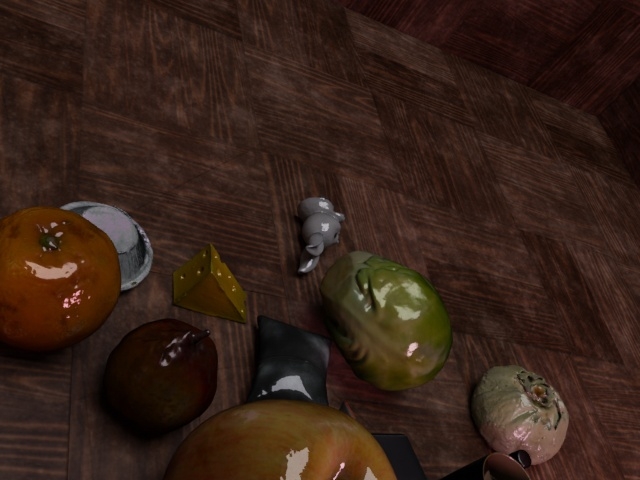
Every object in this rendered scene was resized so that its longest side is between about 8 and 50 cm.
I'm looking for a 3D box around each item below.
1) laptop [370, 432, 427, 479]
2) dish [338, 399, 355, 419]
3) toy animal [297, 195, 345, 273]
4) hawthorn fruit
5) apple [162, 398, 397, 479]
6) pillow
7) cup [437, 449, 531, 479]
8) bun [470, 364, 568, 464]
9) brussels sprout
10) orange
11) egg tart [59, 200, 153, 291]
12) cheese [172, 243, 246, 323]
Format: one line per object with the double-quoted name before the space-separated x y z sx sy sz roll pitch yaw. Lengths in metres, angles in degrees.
"laptop" 0.165 0.473 1.619 0.180 0.016 0.129 20 39 -53
"dish" 0.068 0.451 1.485 0.085 0.260 0.260 -24 63 -4
"toy animal" 0.001 -0.003 1.916 0.130 0.104 0.221 23 42 -22
"hawthorn fruit" -0.270 0.225 1.357 0.208 0.248 0.208 23 37 -19
"apple" -0.061 0.444 1.242 0.391 0.346 0.391 24 45 -26
"pillow" -0.060 0.272 1.600 0.186 0.106 0.250 19 39 -14
"cup" 0.351 0.529 1.630 0.166 0.177 0.239 33 39 -8
"bun" 0.511 0.428 1.884 0.259 0.152 0.259 25 39 -22
"brussels sprout" 0.142 0.191 1.729 0.344 0.344 0.268 41 72 1
"orange" -0.486 0.067 1.339 0.261 0.261 0.261 22 42 -21
"egg tart" -0.449 0.001 1.553 0.234 0.094 0.234 24 39 -22
"cheese" -0.220 0.110 1.652 0.171 0.126 0.093 37 28 -35
